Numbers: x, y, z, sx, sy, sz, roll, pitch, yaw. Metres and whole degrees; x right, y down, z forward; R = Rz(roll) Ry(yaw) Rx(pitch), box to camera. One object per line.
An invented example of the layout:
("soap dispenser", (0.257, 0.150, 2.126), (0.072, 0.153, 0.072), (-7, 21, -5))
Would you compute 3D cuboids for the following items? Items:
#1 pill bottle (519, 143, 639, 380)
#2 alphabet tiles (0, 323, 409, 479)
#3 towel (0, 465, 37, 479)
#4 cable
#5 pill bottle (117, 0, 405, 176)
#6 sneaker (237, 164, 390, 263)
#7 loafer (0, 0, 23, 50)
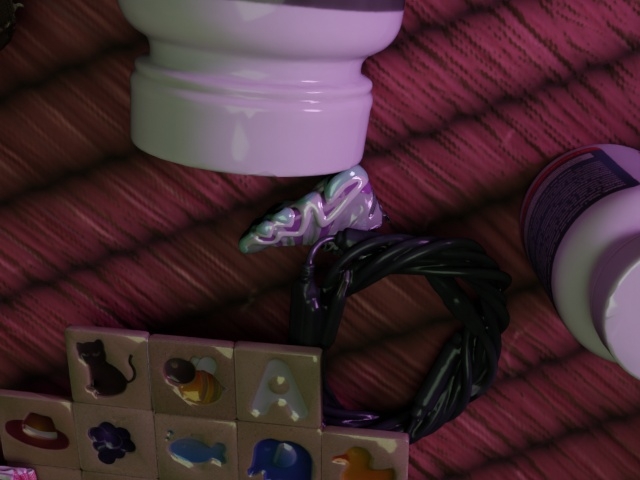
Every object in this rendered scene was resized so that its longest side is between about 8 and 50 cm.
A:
("pill bottle", (0.183, 0.012, 0.580), (0.108, 0.180, 0.108), (1, 107, 2))
("alphabet tiles", (-0.083, 0.217, 0.706), (0.285, 0.011, 0.342), (4, 115, 9))
("towel", (-0.258, 0.250, 0.730), (0.144, 0.029, 0.197), (-4, 113, 12))
("cable", (0.051, 0.070, 0.669), (0.151, 0.047, 0.184), (-4, 122, -10))
("pill bottle", (-0.027, -0.188, 0.534), (0.161, 0.161, 0.283), (6, 108, 0))
("sneaker", (0.000, 0.000, 0.655), (0.098, 0.038, 0.069), (-31, 103, 11))
("loafer", (-0.283, -0.245, 0.561), (0.134, 0.130, 0.366), (-12, 99, 40))
